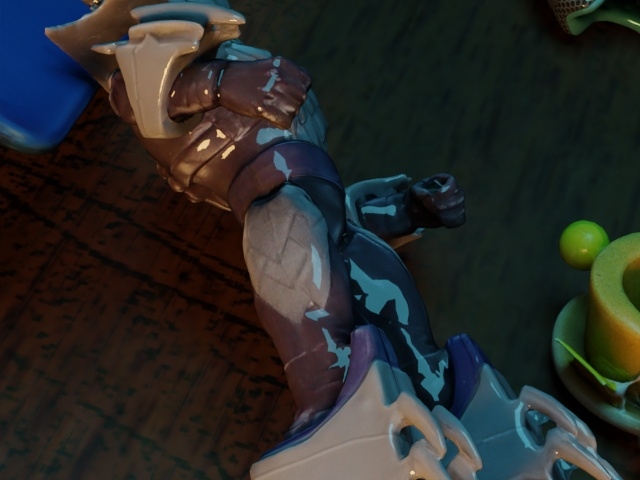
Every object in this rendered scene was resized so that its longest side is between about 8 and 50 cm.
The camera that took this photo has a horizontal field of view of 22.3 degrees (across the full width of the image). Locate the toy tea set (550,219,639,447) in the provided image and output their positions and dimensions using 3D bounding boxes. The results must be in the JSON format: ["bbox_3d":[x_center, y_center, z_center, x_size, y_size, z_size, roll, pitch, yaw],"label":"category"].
[{"bbox_3d":[0.247,0.053,0.561,0.200,0.124,0.336,-23,49,-32],"label":"toy tea set"}]

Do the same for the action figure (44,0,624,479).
[{"bbox_3d":[0.000,0.000,0.574,0.185,0.099,0.285,19,37,-54],"label":"action figure"}]

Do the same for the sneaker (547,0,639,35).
[{"bbox_3d":[0.181,-0.130,0.811,0.166,0.065,0.076,-2,61,-10],"label":"sneaker"}]

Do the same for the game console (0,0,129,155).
[{"bbox_3d":[-0.224,-0.107,0.645,0.250,0.173,0.293,-19,17,9],"label":"game console"}]
